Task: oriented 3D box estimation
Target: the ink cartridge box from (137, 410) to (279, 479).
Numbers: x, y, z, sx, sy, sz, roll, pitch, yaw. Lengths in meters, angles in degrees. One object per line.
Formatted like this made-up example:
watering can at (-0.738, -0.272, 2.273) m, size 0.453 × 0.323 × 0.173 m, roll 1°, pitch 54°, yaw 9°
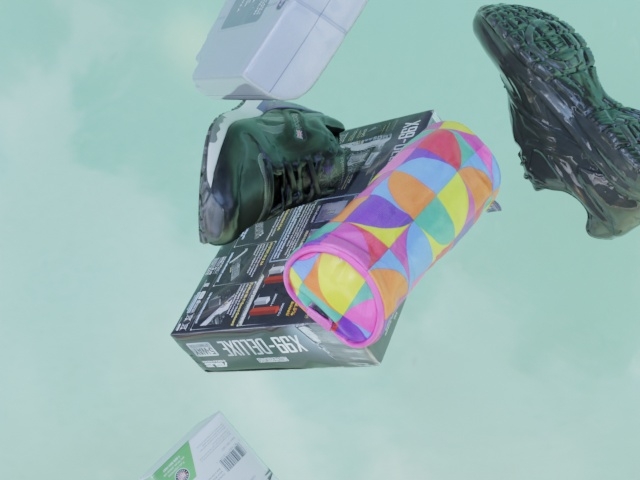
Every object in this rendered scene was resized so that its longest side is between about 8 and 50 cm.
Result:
ink cartridge box at (-0.156, 0.409, 1.450) m, size 0.219 × 0.160 × 0.092 m, roll 51°, pitch 142°, yaw -2°

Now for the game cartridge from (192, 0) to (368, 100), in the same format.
game cartridge at (0.007, -0.237, 0.697) m, size 0.060 × 0.196 × 0.294 m, roll 29°, pitch 87°, yaw -20°

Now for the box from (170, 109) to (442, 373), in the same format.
box at (0.000, 0.000, 1.023) m, size 0.242 × 0.076 × 0.307 m, roll -9°, pitch 42°, yaw 37°

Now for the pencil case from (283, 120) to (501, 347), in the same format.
pencil case at (0.067, -0.011, 0.770) m, size 0.104 × 0.236 × 0.104 m, roll 20°, pitch 129°, yaw 27°

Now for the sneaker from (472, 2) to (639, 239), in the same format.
sneaker at (0.233, -0.121, 0.924) m, size 0.286 × 0.109 × 0.130 m, roll 58°, pitch 141°, yaw 24°

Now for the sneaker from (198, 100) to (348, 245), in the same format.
sneaker at (-0.037, -0.078, 0.907) m, size 0.124 × 0.283 × 0.107 m, roll 9°, pitch 118°, yaw 6°
